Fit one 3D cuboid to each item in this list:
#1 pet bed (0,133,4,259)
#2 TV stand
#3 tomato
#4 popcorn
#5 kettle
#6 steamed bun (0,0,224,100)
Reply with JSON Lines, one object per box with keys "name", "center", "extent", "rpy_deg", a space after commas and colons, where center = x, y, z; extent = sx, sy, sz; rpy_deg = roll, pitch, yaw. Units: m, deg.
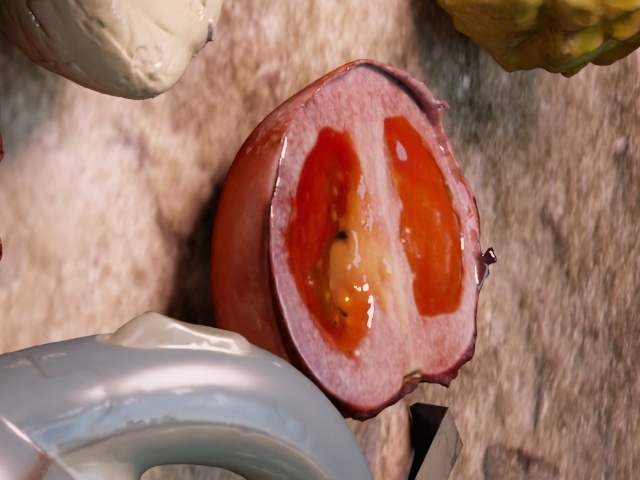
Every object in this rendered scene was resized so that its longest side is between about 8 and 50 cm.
{"name": "pet bed", "center": [-0.159, -0.044, 0.643], "extent": [0.201, 0.054, 0.201], "rpy_deg": [3, 90, -90]}
{"name": "TV stand", "center": [0.036, 0.227, 1.151], "extent": [0.256, 0.040, 0.049], "rpy_deg": [-61, 144, -34]}
{"name": "tomato", "center": [0.000, 0.000, 0.960], "extent": [0.228, 0.112, 0.199], "rpy_deg": [-9, 92, -57]}
{"name": "popcorn", "center": [0.182, -0.222, 1.152], "extent": [0.259, 0.259, 0.212], "rpy_deg": [-21, 100, -58]}
{"name": "kettle", "center": [-0.110, 0.192, 0.637], "extent": [0.320, 0.247, 0.342], "rpy_deg": [-21, 113, -26]}
{"name": "steamed bun", "center": [-0.106, -0.130, 0.752], "extent": [0.112, 0.091, 0.130], "rpy_deg": [-59, 142, -33]}
